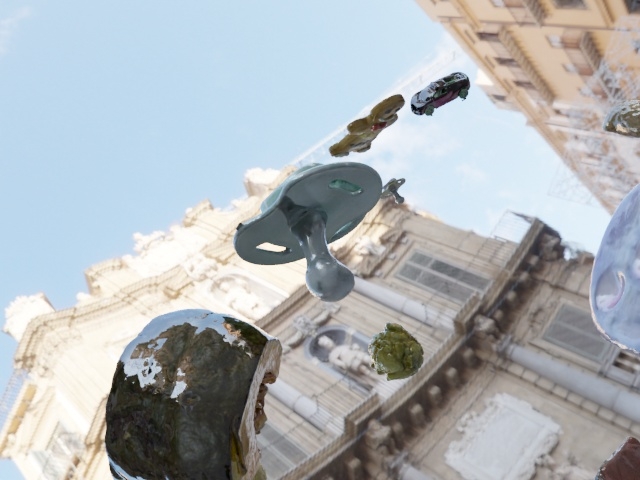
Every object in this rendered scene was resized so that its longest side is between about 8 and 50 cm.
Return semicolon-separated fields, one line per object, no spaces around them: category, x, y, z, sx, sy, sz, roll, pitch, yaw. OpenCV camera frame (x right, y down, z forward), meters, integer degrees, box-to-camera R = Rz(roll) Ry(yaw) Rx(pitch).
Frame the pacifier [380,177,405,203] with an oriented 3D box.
pacifier;0.182;-0.117;1.441;0.068;0.064;0.083;-19;-22;-39

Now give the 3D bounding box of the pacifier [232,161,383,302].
pacifier;0.000;0.000;1.162;0.288;0.269;0.343;9;-37;-45

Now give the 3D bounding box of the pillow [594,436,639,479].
pillow;0.500;0.371;0.792;0.126;0.232;0.043;-19;-46;-45

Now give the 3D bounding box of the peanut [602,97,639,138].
peanut;0.655;-0.246;1.102;0.086;0.227;0.104;64;-148;-20

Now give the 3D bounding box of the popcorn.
popcorn;0.153;0.234;1.212;0.120;0.116;0.106;15;-51;-43

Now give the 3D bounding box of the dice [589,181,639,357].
dice;0.557;0.059;0.783;0.269;0.270;0.272;18;-87;-6

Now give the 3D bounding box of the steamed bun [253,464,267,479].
steamed bun;-0.212;0.637;1.508;0.178;0.192;0.106;117;165;-49

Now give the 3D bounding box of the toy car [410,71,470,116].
toy car;0.265;-0.330;1.302;0.142;0.069;0.055;-27;-48;6

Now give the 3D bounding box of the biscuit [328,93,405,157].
biscuit;0.120;-0.266;1.387;0.158;0.240;0.035;-22;-100;-34

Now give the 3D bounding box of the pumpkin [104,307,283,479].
pumpkin;-0.199;0.259;0.955;0.256;0.225;0.304;70;-155;-63
